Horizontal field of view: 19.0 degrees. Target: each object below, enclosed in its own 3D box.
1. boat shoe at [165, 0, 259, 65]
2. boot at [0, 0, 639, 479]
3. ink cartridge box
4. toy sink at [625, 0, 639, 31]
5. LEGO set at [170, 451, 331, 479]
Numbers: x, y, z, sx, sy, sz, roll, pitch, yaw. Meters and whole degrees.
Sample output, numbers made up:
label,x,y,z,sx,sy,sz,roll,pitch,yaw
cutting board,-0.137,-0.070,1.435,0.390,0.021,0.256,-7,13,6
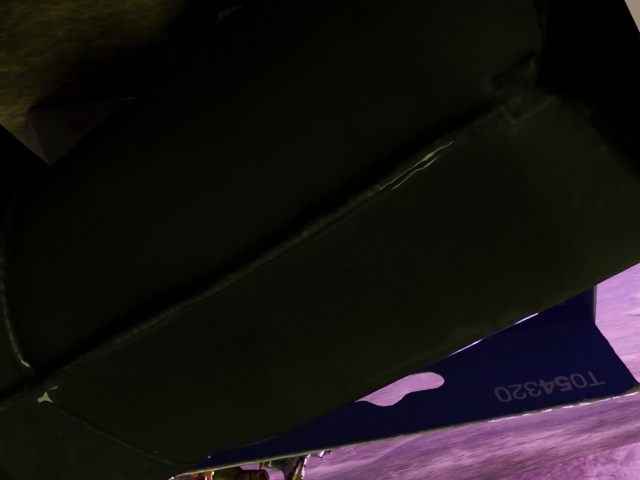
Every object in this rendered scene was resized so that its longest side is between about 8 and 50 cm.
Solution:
label,x,y,z,sx,sy,sz,roll,pitch,yaw
boat shoe,0.061,-0.123,1.248,0.341,0.127,0.158,-3,177,-34
boot,-0.078,-0.066,0.936,0.445,0.367,0.146,-28,-169,37
ink cartridge box,0.000,0.000,1.240,0.324,0.330,0.071,-8,126,-18
toy sink,0.120,-0.174,1.036,0.234,0.152,0.131,0,158,-40
LEGO set,-0.073,0.217,1.920,0.192,0.255,0.331,15,147,-2
